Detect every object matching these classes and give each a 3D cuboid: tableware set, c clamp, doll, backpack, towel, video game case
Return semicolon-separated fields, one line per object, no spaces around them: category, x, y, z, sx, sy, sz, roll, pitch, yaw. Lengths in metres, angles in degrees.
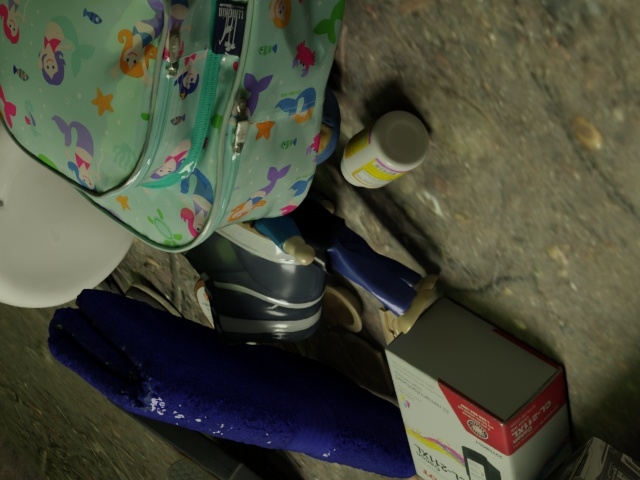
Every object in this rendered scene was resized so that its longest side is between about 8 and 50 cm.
tableware set;0.057;0.101;1.251;0.168;0.020;0.141;26;147;46
c clamp;-0.250;0.095;1.758;0.161;0.022;0.137;55;176;-19
doll;0.000;0.000;1.071;0.189;0.046;0.129;32;-160;2
backpack;-0.104;-0.121;0.907;0.225;0.191;0.253;31;133;34
towel;-0.075;0.128;1.266;0.308;0.076;0.227;19;180;-36
video game case;-0.120;0.295;1.771;0.275;0.035;0.248;24;163;46

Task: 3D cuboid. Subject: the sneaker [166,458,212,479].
sneaker;-0.139;0.442;2.039;0.226;0.086;0.163;43;150;33

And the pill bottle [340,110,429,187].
pill bottle;0.043;-0.063;0.992;0.043;0.043;0.083;52;158;-5

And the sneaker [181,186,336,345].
sneaker;-0.103;-0.011;1.240;0.282;0.099;0.153;31;139;32

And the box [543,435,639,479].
box;0.270;0.278;0.965;0.307;0.076;0.242;31;154;7

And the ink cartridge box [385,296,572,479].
ink cartridge box;0.133;0.149;1.117;0.127;0.072;0.175;30;150;37

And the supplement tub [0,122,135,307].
supplement tub;-0.353;-0.080;1.457;0.316;0.228;0.228;25;147;46

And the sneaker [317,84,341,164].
sneaker;-0.086;-0.117;1.108;0.296;0.112;0.131;23;174;35

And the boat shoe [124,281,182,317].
boat shoe;-0.181;0.144;1.696;0.206;0.065;0.075;52;157;-5

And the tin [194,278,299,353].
tin;-0.069;0.109;1.478;0.106;0.040;0.190;2;128;55
